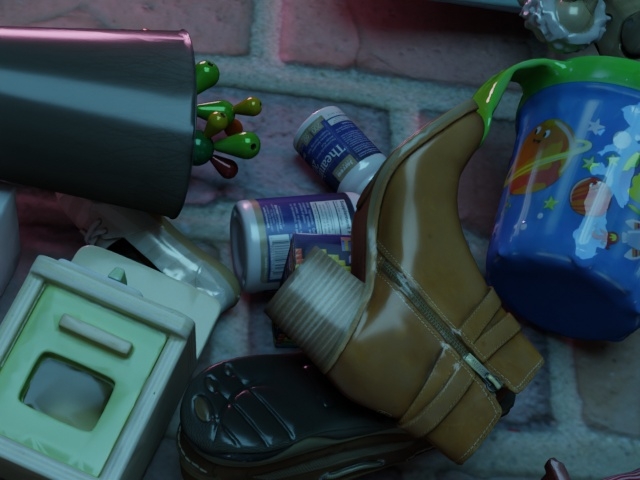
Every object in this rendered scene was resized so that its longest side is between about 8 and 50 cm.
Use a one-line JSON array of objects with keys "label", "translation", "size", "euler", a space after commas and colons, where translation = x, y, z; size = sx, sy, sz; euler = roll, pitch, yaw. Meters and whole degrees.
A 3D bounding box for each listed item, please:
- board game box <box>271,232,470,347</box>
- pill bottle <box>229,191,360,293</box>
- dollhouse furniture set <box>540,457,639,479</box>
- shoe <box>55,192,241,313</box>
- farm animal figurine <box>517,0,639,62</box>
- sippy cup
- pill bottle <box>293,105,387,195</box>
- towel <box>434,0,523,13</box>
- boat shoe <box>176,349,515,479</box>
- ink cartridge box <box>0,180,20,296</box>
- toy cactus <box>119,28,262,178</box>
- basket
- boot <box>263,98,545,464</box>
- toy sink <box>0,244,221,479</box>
[{"label": "board game box", "translation": [0.047, 0.052, 1.255], "size": [0.170, 0.141, 0.048], "euler": [3, 54, -10]}, {"label": "pill bottle", "translation": [0.000, 0.000, 1.311], "size": [0.169, 0.094, 0.094], "euler": [-5, 56, -15]}, {"label": "dollhouse furniture set", "translation": [0.328, 0.197, 1.067], "size": [0.201, 0.374, 0.152], "euler": [-10, 62, -20]}, {"label": "shoe", "translation": [-0.179, 0.007, 1.280], "size": [0.219, 0.076, 0.058], "euler": [34, 50, 11]}, {"label": "farm animal figurine", "translation": [0.340, -0.279, 1.459], "size": [0.330, 0.172, 0.326], "euler": [12, 45, -20]}, {"label": "sippy cup", "translation": [0.279, -0.028, 1.323], "size": [0.305, 0.240, 0.224], "euler": [19, 64, 14]}, {"label": "pill bottle", "translation": [0.031, -0.081, 1.393], "size": [0.067, 0.067, 0.120], "euler": [-29, 65, -28]}, {"label": "towel", "translation": [0.210, -0.434, 1.547], "size": [0.374, 0.090, 0.320], "euler": [4, 94, -20]}, {"label": "boat shoe", "translation": [0.017, 0.159, 1.188], "size": [0.324, 0.120, 0.122], "euler": [-4, 48, -25]}, {"label": "ink cartridge box", "translation": [-0.444, 0.009, 1.198], "size": [0.283, 0.117, 0.207], "euler": [18, 52, 2]}, {"label": "toy cactus", "translation": [-0.172, -0.118, 1.375], "size": [0.219, 0.112, 0.180], "euler": [35, 74, 11]}, {"label": "basket", "translation": [-0.242, -0.123, 1.211], "size": [0.227, 0.154, 0.204], "euler": [6, 49, -17]}, {"label": "boot", "translation": [0.115, 0.032, 1.138], "size": [0.220, 0.109, 0.283], "euler": [39, 66, 2]}, {"label": "toy sink", "translation": [-0.197, 0.106, 1.141], "size": [0.153, 0.131, 0.234], "euler": [24, 67, 5]}]
